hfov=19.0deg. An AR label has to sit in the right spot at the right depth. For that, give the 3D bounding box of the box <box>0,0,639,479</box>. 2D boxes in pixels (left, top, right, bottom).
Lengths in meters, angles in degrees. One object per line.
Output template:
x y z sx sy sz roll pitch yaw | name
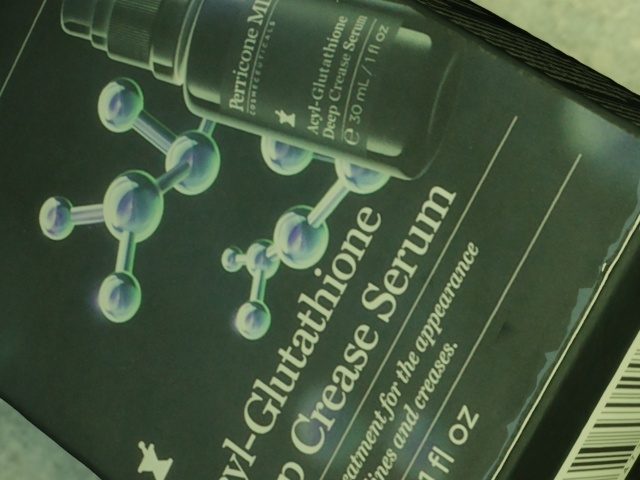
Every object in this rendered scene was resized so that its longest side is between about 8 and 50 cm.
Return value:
0.000 0.000 1.030 0.395 0.212 0.293 33 103 29 | box
